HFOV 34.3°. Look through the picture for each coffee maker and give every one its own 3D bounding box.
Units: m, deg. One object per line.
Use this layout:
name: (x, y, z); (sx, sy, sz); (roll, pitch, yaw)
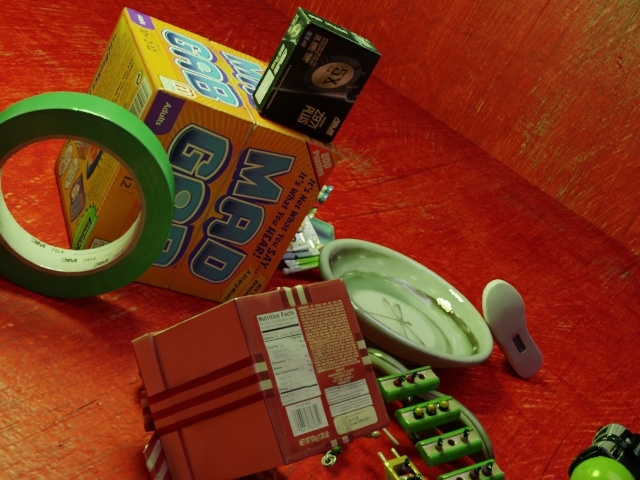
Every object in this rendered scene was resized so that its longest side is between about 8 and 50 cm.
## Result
coffee maker: (0.572, 0.452, 1.986); (0.178, 0.120, 0.171); (-14, 81, -59)

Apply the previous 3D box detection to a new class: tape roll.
tape roll: (-0.387, -0.066, 1.601); (0.321, 0.321, 0.077); (24, 23, -15)

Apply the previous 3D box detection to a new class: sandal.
sandal: (0.173, 0.306, 1.818); (0.302, 0.120, 0.086); (34, 65, 19)

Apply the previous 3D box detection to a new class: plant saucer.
plant saucer: (0.157, 0.150, 2.108); (0.400, 0.101, 0.400); (26, 22, -11)
plant saucer: (0.000, 0.000, 2.346); (0.067, 0.018, 0.192); (25, 23, -13)

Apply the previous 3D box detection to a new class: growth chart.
growth chart: (-0.078, -0.031, 2.169); (0.172, 0.021, 0.237); (-17, 72, -39)

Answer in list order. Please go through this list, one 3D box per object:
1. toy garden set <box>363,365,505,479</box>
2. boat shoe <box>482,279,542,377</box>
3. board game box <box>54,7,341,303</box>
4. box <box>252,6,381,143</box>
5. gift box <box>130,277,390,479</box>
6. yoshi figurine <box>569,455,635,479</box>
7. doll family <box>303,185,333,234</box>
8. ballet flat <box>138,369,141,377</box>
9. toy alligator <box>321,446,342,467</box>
toy garden set: (0.157, 0.307, 1.665); (0.203, 0.049, 0.244); (-10, 48, -30)
boat shoe: (0.398, 0.185, 2.237); (0.084, 0.095, 0.258); (44, -21, 60)
board game box: (-0.243, -0.149, 1.911); (0.356, 0.357, 0.356); (17, 26, -30)
box: (-0.009, -0.280, 1.766); (0.147, 0.180, 0.077); (21, 22, -26)
gift box: (-0.094, 0.220, 1.413); (0.255, 0.258, 0.276); (-1, 73, -47)
yoshi figurine: (0.546, 0.448, 1.756); (0.362, 0.203, 0.203); (4, 57, -32)
doll family: (-0.099, -0.072, 2.278); (0.163, 0.118, 0.263); (35, 46, -6)
ballet flat: (-0.139, 0.208, 1.640); (0.342, 0.116, 0.124); (-2, 58, -59)
toy alligator: (0.019, 0.317, 1.649); (0.190, 0.056, 0.051); (-91, 159, -65)
